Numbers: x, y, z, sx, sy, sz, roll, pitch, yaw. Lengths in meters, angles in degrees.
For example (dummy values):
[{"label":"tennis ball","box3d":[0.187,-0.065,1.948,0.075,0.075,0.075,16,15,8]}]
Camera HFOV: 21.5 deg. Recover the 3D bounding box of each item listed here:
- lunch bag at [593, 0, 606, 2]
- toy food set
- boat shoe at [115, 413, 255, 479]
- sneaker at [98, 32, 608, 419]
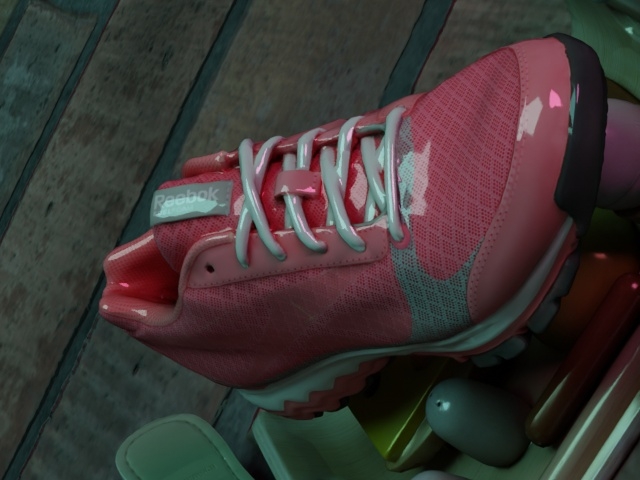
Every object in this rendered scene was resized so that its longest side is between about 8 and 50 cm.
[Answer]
[{"label":"lunch bag","box3d":[0.173,-0.267,0.728,0.262,0.160,0.223,-39,-22,-27]},{"label":"toy food set","box3d":[0.078,0.018,0.810,0.306,0.092,0.220,-58,27,10]},{"label":"boat shoe","box3d":[-0.050,0.178,0.931,0.081,0.068,0.228,-24,30,-10]},{"label":"sneaker","box3d":[0.000,0.001,0.735,0.314,0.136,0.116,-37,43,52]}]
